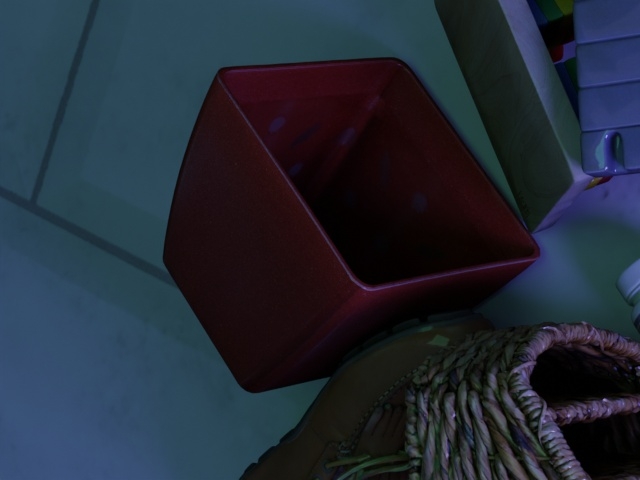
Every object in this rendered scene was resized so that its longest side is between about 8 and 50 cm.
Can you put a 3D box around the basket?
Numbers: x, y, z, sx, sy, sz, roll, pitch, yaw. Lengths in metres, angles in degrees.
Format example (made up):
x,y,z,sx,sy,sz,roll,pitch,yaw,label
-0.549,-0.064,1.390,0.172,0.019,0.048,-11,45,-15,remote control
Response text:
x,y,z,sx,sy,sz,roll,pitch,yaw,label
0.240,0.176,1.666,0.223,0.299,0.213,-4,86,36,basket

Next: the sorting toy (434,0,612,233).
x,y,z,sx,sy,sz,roll,pitch,yaw,label
0.203,-0.159,1.760,0.089,0.257,0.255,-21,81,-6,sorting toy

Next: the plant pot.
x,y,z,sx,sy,sz,roll,pitch,yaw,label
0.000,0.000,1.878,0.236,0.267,0.267,-50,62,36,plant pot

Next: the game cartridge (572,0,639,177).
x,y,z,sx,sy,sz,roll,pitch,yaw,label
0.369,-0.180,1.511,0.355,0.068,0.230,-5,81,34,game cartridge

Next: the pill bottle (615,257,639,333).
x,y,z,sx,sy,sz,roll,pitch,yaw,label
0.332,0.078,1.740,0.078,0.078,0.137,-43,66,25,pill bottle

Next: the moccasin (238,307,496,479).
x,y,z,sx,sy,sz,roll,pitch,yaw,label
0.052,0.200,1.862,0.380,0.139,0.147,-47,61,33,moccasin
